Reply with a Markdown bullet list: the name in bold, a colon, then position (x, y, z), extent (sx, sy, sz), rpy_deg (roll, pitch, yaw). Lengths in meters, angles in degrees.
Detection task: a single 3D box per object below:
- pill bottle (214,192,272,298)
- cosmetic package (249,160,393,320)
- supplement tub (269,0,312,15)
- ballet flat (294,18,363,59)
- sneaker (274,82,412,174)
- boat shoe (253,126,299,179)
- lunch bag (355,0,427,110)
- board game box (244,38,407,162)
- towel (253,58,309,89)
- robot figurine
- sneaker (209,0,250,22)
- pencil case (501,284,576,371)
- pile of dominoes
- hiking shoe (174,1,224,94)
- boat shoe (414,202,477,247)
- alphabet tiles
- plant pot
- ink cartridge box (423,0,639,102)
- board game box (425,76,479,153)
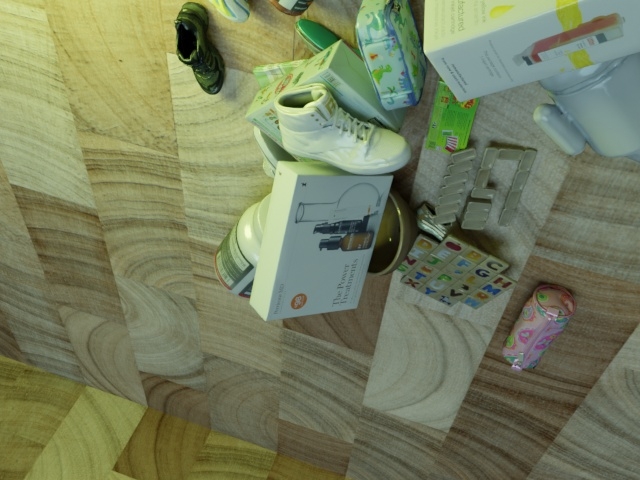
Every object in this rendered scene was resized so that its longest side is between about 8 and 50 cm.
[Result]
- **pill bottle**: position (-0.149, 0.015, 1.777), extent (0.210, 0.210, 0.363), rpy_deg (34, 148, -10)
- **cosmetic package**: position (0.000, 0.000, 1.565), extent (0.097, 0.284, 0.377), rpy_deg (40, 125, 48)
- **supplement tub**: position (-0.025, -0.545, 1.264), extent (0.106, 0.106, 0.198), rpy_deg (37, 138, -13)
- **ballet flat**: position (0.031, -0.405, 1.408), extent (0.213, 0.072, 0.068), rpy_deg (27, 143, -3)
- **sneaker**: position (0.042, -0.233, 1.332), extent (0.293, 0.108, 0.169), rpy_deg (11, 154, 15)
- **boat shoe**: position (-0.104, -0.199, 1.670), extent (0.088, 0.096, 0.267), rpy_deg (-12, 137, 34)
- **lunch bag**: position (0.147, -0.391, 1.291), extent (0.090, 0.176, 0.219), rpy_deg (-7, 132, 24)
- **board game box**: position (0.009, -0.293, 1.456), extent (0.224, 0.097, 0.303), rpy_deg (37, 146, -29)
- **towel**: position (-0.078, -0.369, 1.531), extent (0.152, 0.023, 0.113), rpy_deg (-1, 132, 26)
- **robot figurine**: position (0.534, -0.294, 1.184), extent (0.300, 0.200, 0.353), rpy_deg (-45, 110, 5)
- **sneaker**: position (-0.195, -0.573, 1.328), extent (0.126, 0.091, 0.240), rpy_deg (-15, 124, 35)
- **pencil case**: position (0.594, 0.244, 1.770), extent (0.124, 0.124, 0.284), rpy_deg (19, 137, 6)
- **pile of dominoes**: position (0.382, -0.131, 1.539), extent (0.196, 0.040, 0.251), rpy_deg (5, 133, -2)
- **hiking shoe**: position (-0.295, -0.429, 1.503), extent (0.086, 0.114, 0.227), rpy_deg (5, 135, 21)
- **boat shoe**: position (0.331, -0.030, 1.659), extent (0.190, 0.068, 0.072), rpy_deg (29, 123, -7)
- **alphabet tiles**: position (0.351, 0.091, 1.745), extent (0.285, 0.011, 0.342), rpy_deg (27, 153, -3)
- **plant pot**: position (0.172, -0.029, 1.658), extent (0.110, 0.237, 0.237), rpy_deg (-1, 152, -34)
- **ink cartridge box**: position (0.376, -0.425, 1.044), extent (0.385, 0.279, 0.160), rpy_deg (-11, 151, 32)
- **board game box**: position (0.296, -0.278, 1.432), extent (0.092, 0.043, 0.181), rpy_deg (15, 138, 10)
